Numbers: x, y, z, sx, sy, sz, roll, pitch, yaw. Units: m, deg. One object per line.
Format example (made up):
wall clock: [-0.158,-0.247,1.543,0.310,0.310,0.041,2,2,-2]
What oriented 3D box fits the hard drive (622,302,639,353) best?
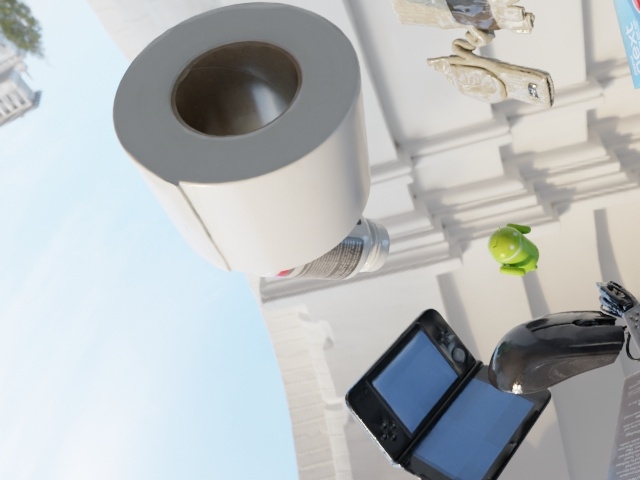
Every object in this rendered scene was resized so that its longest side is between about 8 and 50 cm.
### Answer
hard drive: [0.450,0.158,0.588,0.054,0.172,0.254,-7,-120,-18]

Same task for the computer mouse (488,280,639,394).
computer mouse: [0.385,0.150,0.881,0.272,0.072,0.188,-27,-160,11]

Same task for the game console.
game console: [0.241,0.293,1.050,0.293,0.250,0.173,-39,-177,-30]

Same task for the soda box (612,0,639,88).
soda box: [0.404,-0.301,0.676,0.067,0.210,0.071,-15,-179,9]

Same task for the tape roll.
tape roll: [-0.071,-0.108,0.599,0.246,0.169,0.246,-4,-120,7]

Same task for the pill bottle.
pill bottle: [0.000,0.000,1.255,0.176,0.319,0.176,-9,-102,52]

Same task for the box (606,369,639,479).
box: [0.661,0.418,1.028,0.191,0.143,0.381,39,-132,3]

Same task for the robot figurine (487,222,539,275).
robot figurine: [0.351,0.018,1.012,0.067,0.115,0.101,-10,-124,51]

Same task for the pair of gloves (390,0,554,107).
pair of gloves: [0.222,-0.286,0.796,0.204,0.240,0.042,21,-104,43]
